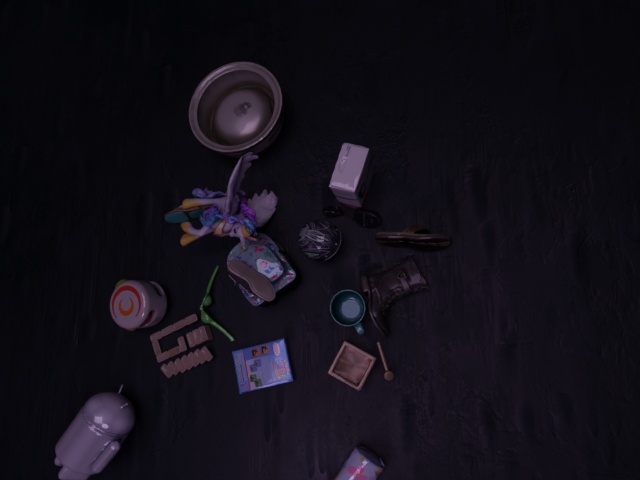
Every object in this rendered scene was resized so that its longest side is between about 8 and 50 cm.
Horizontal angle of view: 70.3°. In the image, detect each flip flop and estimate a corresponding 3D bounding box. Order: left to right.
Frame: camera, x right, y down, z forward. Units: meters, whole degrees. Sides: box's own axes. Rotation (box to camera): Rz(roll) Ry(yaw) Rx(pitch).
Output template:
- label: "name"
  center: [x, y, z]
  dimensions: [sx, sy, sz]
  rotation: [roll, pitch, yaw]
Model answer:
- label: "flip flop"
  center: [0.341, -0.018, 1.670]
  dimensions: [0.278, 0.112, 0.080]
  rotation: [5, 64, 19]

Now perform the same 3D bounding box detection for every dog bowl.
- label: "dog bowl"
  center: [-0.333, -0.527, 1.901]
  dimensions: [0.409, 0.150, 0.407]
  rotation: [-3, 76, 12]

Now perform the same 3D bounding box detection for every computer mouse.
- label: "computer mouse"
  center: [0.122, -0.102, 1.761]
  dimensions: [0.242, 0.071, 0.041]
  rotation: [13, 40, 19]

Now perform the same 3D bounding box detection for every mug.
- label: "mug"
  center: [0.105, 0.261, 1.654]
  dimensions: [0.130, 0.097, 0.157]
  rotation: [2, 79, 12]

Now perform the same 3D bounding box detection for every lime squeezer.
- label: "lime squeezer"
  center: [-0.426, 0.257, 1.795]
  dimensions: [0.110, 0.059, 0.310]
  rotation: [-18, 74, 8]

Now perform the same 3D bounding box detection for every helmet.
- label: "helmet"
  center: [0.000, 0.000, 1.701]
  dimensions: [0.170, 0.161, 0.169]
  rotation: [-3, 77, 12]

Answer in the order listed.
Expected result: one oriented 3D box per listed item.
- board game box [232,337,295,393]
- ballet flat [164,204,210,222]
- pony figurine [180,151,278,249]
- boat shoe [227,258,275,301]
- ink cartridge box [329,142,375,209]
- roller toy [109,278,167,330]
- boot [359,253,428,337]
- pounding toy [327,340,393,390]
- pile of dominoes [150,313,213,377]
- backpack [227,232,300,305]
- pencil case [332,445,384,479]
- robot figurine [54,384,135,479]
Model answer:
- label: "board game box"
  center: [-0.215, 0.471, 1.709]
  dimensions: [0.212, 0.039, 0.160]
  rotation: [-16, 75, 9]
- label: "ballet flat"
  center: [-0.554, -0.122, 1.912]
  dimensions: [0.207, 0.073, 0.067]
  rotation: [-8, 49, 8]
- label: "pony figurine"
  center: [-0.342, -0.120, 1.719]
  dimensions: [0.364, 0.302, 0.350]
  rotation: [2, 57, 28]
- label: "boat shoe"
  center: [-0.246, 0.150, 1.606]
  dimensions: [0.206, 0.065, 0.075]
  rotation: [38, 49, 8]
- label: "ink cartridge box"
  center: [0.123, -0.231, 1.686]
  dimensions: [0.100, 0.237, 0.171]
  rotation: [16, 82, 15]
- label: "roller toy"
  center: [-0.720, 0.256, 1.813]
  dimensions: [0.191, 0.146, 0.209]
  rotation: [-5, 82, 21]
- label: "boot"
  center: [0.278, 0.197, 1.635]
  dimensions: [0.229, 0.091, 0.262]
  rotation: [-18, 75, 6]
- label: "pounding toy"
  center: [0.159, 0.436, 1.611]
  dimensions: [0.206, 0.094, 0.180]
  rotation: [28, 80, 7]
- label: "pile of dominoes"
  center: [-0.544, 0.421, 1.807]
  dimensions: [0.251, 0.040, 0.195]
  rotation: [-26, 74, 14]
- label: "backpack"
  center: [-0.229, 0.103, 1.725]
  dimensions: [0.225, 0.191, 0.253]
  rotation: [-36, 68, 4]
- label: "pencil case"
  center: [0.099, 0.832, 1.521]
  dimensions: [0.124, 0.113, 0.273]
  rotation: [33, 86, 8]
- label: "robot figurine"
  center: [-0.840, 0.722, 1.708]
  dimensions: [0.300, 0.200, 0.353]
  rotation: [33, 87, 41]
